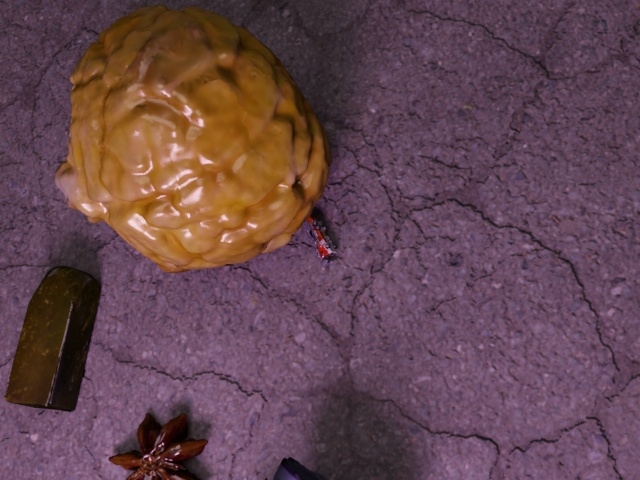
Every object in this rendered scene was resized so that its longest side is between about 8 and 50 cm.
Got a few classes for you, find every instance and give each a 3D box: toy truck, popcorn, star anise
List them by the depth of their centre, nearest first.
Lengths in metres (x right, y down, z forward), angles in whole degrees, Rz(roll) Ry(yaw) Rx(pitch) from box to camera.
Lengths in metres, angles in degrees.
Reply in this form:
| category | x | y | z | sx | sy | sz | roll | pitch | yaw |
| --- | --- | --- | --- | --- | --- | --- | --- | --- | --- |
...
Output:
| category | x | y | z | sx | sy | sz | roll | pitch | yaw |
| --- | --- | --- | --- | --- | --- | --- | --- | --- | --- |
| popcorn | -0.185 | -0.145 | 1.284 | 0.390 | 0.354 | 0.344 | 26 | 61 | 20 |
| star anise | -0.237 | 0.326 | 1.300 | 0.168 | 0.057 | 0.167 | -3 | 73 | 10 |
| toy truck | 0.000 | 0.000 | 1.367 | 0.032 | 0.024 | 0.083 | -39 | 65 | 22 |

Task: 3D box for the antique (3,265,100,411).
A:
| category | x | y | z | sx | sy | sz | roll | pitch | yaw |
| --- | --- | --- | --- | --- | --- | --- | --- | --- | --- |
| antique | -0.410 | 0.148 | 1.381 | 0.081 | 0.080 | 0.220 | 4 | 74 | 15 |

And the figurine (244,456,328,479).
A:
| category | x | y | z | sx | sy | sz | roll | pitch | yaw |
| --- | --- | --- | --- | --- | --- | --- | --- | --- | --- |
| figurine | -0.111 | 0.472 | 1.136 | 0.248 | 0.276 | 0.388 | 37 | 86 | -4 |
